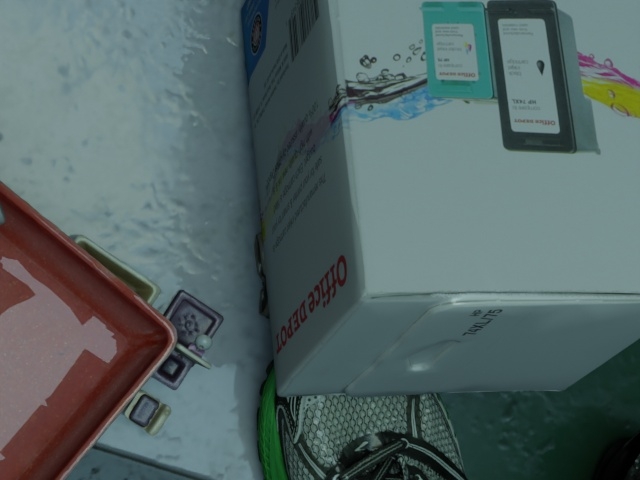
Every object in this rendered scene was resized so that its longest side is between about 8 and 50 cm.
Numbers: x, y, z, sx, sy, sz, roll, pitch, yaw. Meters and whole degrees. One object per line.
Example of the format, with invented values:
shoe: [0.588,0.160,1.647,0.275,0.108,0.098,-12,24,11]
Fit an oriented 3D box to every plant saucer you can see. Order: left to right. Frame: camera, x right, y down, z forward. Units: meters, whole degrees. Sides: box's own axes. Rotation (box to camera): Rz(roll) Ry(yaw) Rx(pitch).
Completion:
plant saucer: [-0.264,0.076,1.017,0.258,0.048,0.259,39,80,0]

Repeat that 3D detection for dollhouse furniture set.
dollhouse furniture set: [-0.122,0.058,1.056,0.114,0.081,0.091,35,82,-13]

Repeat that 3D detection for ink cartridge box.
ink cartridge box: [0.076,-0.060,1.004,0.197,0.198,0.270,0,70,-16]

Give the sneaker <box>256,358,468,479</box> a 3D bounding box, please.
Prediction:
sneaker: [0.067,0.209,1.077,0.134,0.146,0.344,-23,95,-13]

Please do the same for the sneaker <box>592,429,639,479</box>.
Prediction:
sneaker: [0.346,0.192,1.112,0.447,0.169,0.257,-38,99,4]

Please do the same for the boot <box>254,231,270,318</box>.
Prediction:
boot: [0.000,0.000,1.110,0.087,0.042,0.119,0,91,-13]

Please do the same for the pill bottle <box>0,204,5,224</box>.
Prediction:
pill bottle: [-0.308,-0.012,0.930,0.245,0.136,0.136,-22,97,-8]
